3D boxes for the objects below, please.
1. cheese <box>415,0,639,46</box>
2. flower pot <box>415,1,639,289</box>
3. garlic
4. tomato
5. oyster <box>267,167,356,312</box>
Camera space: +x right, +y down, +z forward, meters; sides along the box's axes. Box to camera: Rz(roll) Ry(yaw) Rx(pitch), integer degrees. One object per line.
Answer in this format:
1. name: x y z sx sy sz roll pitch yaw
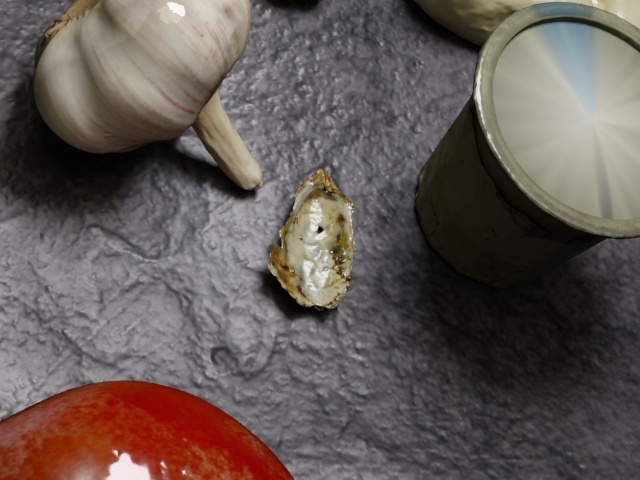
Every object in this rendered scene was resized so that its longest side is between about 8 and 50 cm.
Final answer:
1. cheese: 0.198 -0.254 1.472 0.262 0.093 0.159 18 57 -14
2. flower pot: 0.180 -0.057 1.293 0.212 0.202 0.212 12 59 -20
3. garlic: -0.112 -0.116 1.230 0.226 0.199 0.199 50 51 -26
4. tomato: -0.114 0.233 1.049 0.338 0.144 0.338 11 62 -21
5. oyster: -0.001 0.001 1.287 0.086 0.029 0.132 40 52 -8
